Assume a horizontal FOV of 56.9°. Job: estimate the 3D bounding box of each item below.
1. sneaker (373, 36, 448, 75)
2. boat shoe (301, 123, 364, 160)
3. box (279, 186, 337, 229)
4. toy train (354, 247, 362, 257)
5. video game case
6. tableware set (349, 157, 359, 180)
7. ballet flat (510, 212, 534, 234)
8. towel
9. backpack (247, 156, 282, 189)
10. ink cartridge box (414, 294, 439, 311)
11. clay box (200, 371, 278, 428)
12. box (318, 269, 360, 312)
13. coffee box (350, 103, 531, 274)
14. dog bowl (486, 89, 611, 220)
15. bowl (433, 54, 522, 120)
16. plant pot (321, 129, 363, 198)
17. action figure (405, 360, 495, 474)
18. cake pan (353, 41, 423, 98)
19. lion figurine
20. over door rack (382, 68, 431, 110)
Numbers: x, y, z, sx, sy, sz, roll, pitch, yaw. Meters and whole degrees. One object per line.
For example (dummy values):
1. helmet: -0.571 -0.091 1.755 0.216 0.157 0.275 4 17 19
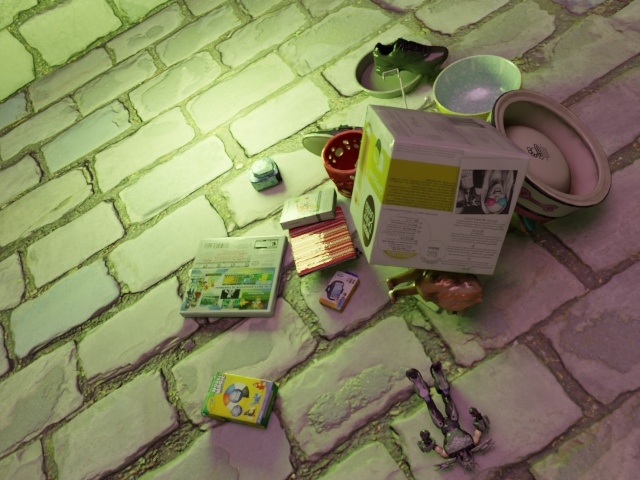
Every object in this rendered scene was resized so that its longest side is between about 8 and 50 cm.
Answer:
1. sneaker: 0.330 -0.692 2.200 0.286 0.130 0.109 -3 54 16
2. boat shoe: 0.103 -0.364 2.124 0.340 0.127 0.113 5 56 23
3. box: -0.039 -0.109 2.020 0.186 0.038 0.145 -14 35 16
4. toy train: 0.061 0.033 1.921 0.158 0.027 0.036 10 64 27
5. video game case: -0.287 0.118 1.984 0.329 0.036 0.300 -2 56 18
6. tableware set: 0.205 -0.213 1.863 0.194 0.039 0.128 27 70 0
7. ballet flat: 0.581 -0.149 1.817 0.123 0.123 0.348 -5 55 17
8. towel: 0.000 0.000 1.927 0.199 0.031 0.275 -21 39 5
9. backpack: -0.213 -0.250 2.185 0.114 0.084 0.105 -24 49 6
10. ink cartridge box: 0.357 0.108 1.737 0.181 0.061 0.104 -45 52 -12
11. clay box: -0.245 0.460 1.715 0.222 0.053 0.127 4 57 21
12. box: 0.063 0.151 1.837 0.081 0.028 0.136 19 67 30
13. coffee box: 0.286 -0.139 1.563 0.338 0.334 0.337 5 27 -9
14. dog bowl: 0.628 -0.234 1.713 0.408 0.150 0.408 12 57 -20
15. bowl: 0.542 -0.480 2.024 0.289 0.156 0.289 -10 53 14
16. plant pot: 0.116 -0.249 2.005 0.191 0.174 0.191 -10 53 13
17. action figure: 0.317 0.452 1.490 0.185 0.099 0.285 -20 55 -5
18. cake pan: 0.276 -0.663 2.315 0.293 0.054 0.293 -10 53 13
19. lion figurine: 0.286 0.058 1.674 0.240 0.142 0.392 -16 45 0
20. over door rack: 0.328 -0.410 1.999 0.108 0.239 0.324 -23 52 6
